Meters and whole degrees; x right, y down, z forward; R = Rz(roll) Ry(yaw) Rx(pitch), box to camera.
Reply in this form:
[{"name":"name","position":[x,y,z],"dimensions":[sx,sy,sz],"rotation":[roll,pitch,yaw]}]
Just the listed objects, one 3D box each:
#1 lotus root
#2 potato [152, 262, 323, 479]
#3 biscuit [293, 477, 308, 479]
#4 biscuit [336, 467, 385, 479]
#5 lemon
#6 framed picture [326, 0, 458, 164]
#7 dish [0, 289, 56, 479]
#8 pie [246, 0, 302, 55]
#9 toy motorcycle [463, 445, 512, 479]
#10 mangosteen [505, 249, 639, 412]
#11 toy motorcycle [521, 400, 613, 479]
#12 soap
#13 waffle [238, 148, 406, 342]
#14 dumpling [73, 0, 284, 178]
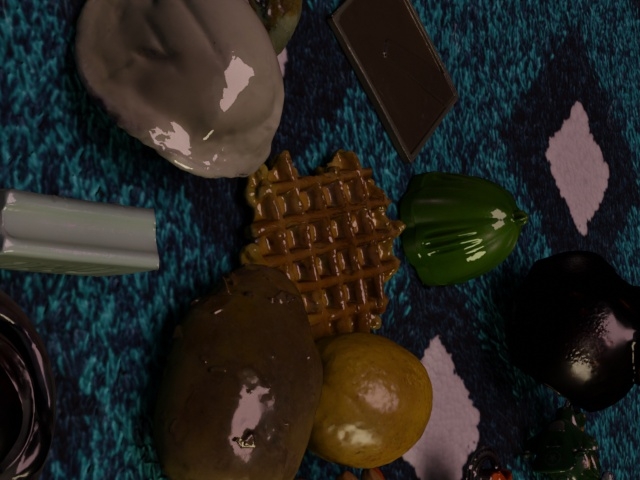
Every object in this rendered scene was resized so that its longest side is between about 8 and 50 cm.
[{"name":"lotus root","position":[0.232,-0.023,1.723],"dimensions":[0.186,0.186,0.186],"rotation":[11,75,-49]},{"name":"potato","position":[-0.088,0.163,1.321],"dimensions":[0.192,0.141,0.296],"rotation":[23,62,-30]},{"name":"biscuit","position":[-0.007,0.447,1.437],"dimensions":[0.367,0.063,0.314],"rotation":[-11,93,-50]},{"name":"biscuit","position":[0.086,0.358,1.487],"dimensions":[0.234,0.030,0.153],"rotation":[34,32,-62]},{"name":"lemon","position":[0.049,0.201,1.462],"dimensions":[0.207,0.170,0.170],"rotation":[24,65,-38]},{"name":"framed picture","position":[0.114,-0.269,1.735],"dimensions":[0.260,0.023,0.189],"rotation":[59,45,-26]},{"name":"dish","position":[-0.325,0.151,1.047],"dimensions":[0.273,0.134,0.273],"rotation":[12,74,-50]},{"name":"pie","position":[-0.088,-0.318,1.484],"dimensions":[0.187,0.041,0.186],"rotation":[10,77,-50]},{"name":"toy motorcycle","position":[0.222,0.470,1.649],"dimensions":[0.221,0.148,0.325],"rotation":[47,56,-39]},{"name":"mangosteen","position":[0.437,0.153,1.853],"dimensions":[0.287,0.287,0.233],"rotation":[38,82,-40]},{"name":"toy motorcycle","position":[0.414,0.404,1.910],"dimensions":[0.187,0.125,0.274],"rotation":[-15,95,-60]},{"name":"soap","position":[-0.264,-0.004,1.156],"dimensions":[0.198,0.119,0.066],"rotation":[7,80,-50]},{"name":"waffle","position":[0.006,0.003,1.531],"dimensions":[0.301,0.058,0.281],"rotation":[21,67,-46]},{"name":"dumpling","position":[-0.167,-0.193,1.306],"dimensions":[0.227,0.243,0.175],"rotation":[-19,139,-33]}]
